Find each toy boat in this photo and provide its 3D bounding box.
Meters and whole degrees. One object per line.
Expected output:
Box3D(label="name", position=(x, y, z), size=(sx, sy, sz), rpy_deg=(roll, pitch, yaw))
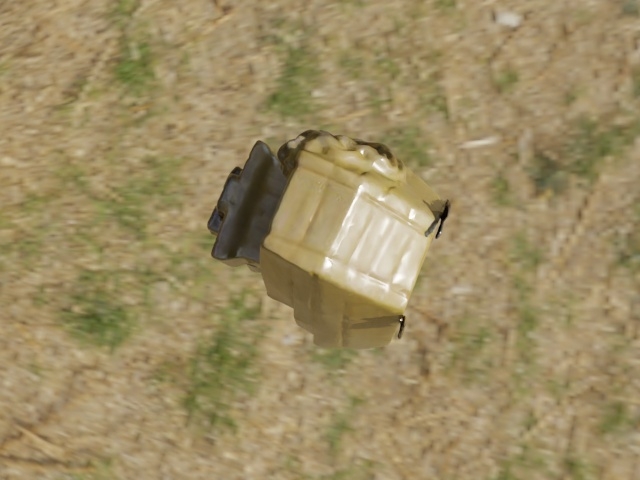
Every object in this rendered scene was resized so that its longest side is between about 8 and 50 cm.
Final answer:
Box3D(label="toy boat", position=(0.000, 0.000, 0.641), size=(0.072, 0.206, 0.064), rpy_deg=(23, 86, 2))
